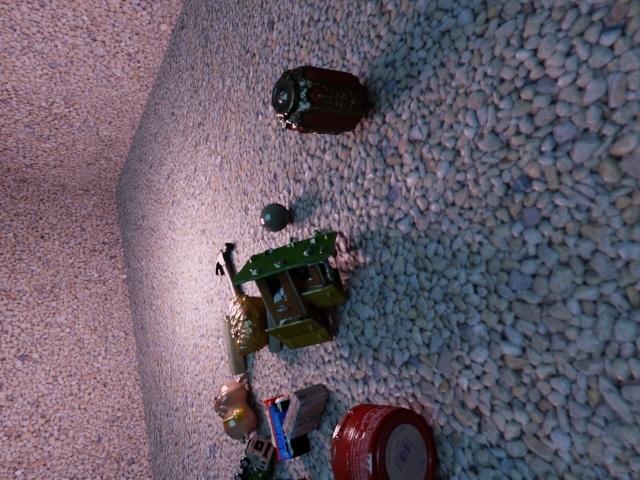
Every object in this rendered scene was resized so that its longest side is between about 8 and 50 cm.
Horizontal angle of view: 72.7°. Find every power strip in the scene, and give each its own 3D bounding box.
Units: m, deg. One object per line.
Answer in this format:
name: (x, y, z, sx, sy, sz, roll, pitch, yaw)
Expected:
power strip: (-0.357, 0.427, 1.787, 0.078, 0.052, 0.271, 12, 109, 58)

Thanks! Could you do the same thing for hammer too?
hammer: (-0.354, 0.221, 1.823, 0.168, 0.044, 0.439, -55, 49, 36)

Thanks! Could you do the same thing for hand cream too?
hand cream: (0.150, 0.501, 1.019, 0.149, 0.231, 0.229, -24, 71, 50)

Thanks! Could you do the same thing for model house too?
model house: (-0.041, 0.153, 1.356, 0.301, 0.340, 0.323, -16, 107, 16)

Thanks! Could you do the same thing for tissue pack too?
tissue pack: (-0.047, 0.534, 1.364, 0.065, 0.116, 0.155, 39, 120, 42)

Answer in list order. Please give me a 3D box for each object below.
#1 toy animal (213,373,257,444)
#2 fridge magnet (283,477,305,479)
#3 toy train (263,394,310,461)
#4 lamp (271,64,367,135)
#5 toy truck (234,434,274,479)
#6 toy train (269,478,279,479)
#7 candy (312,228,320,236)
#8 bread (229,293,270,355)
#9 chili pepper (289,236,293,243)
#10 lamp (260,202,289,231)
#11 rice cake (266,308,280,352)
toy animal: (-0.334, 0.678, 1.724, 0.165, 0.149, 0.247, -44, 47, 24)
fridge magnet: (-0.069, 0.908, 1.398, 0.266, 0.113, 0.265, 1, 91, 54)
toy train: (-0.118, 0.636, 1.486, 0.131, 0.083, 0.203, -37, 64, 47)
lamp: (0.002, -0.370, 1.162, 0.177, 0.274, 0.176, 13, 108, 45)
toy truck: (-0.246, 0.855, 1.630, 0.125, 0.101, 0.242, 20, 114, 5)
toy train: (-0.135, 0.975, 1.539, 0.085, 0.053, 0.249, -39, 59, 36)
candy: (0.000, 0.000, 1.376, 0.025, 0.023, 0.083, 89, 156, -65)
bread: (-0.244, 0.300, 1.615, 0.140, 0.143, 0.228, -26, 73, 38)
chili pepper: (-0.102, 0.029, 1.512, 0.030, 0.017, 0.083, 10, 99, 54)
lamp: (-0.159, -0.081, 1.517, 0.105, 0.105, 0.105, 1, 91, 53)
rice cake: (-0.164, 0.293, 1.522, 0.042, 0.045, 0.245, -84, -5, -61)
